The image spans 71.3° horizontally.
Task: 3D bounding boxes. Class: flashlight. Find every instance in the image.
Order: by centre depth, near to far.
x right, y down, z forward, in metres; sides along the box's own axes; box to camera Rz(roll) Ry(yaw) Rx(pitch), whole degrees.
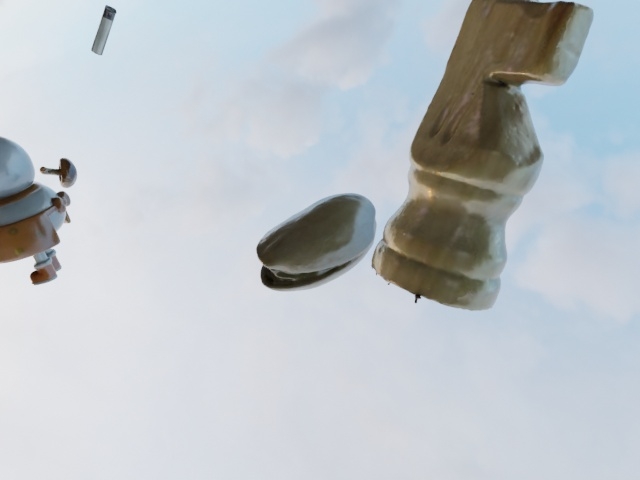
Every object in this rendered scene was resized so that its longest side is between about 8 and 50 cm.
[{"bbox_3d":[-0.361,-0.349,0.744,0.083,0.018,0.018,-46,-135,36],"label":"flashlight"}]

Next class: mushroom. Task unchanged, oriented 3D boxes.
[{"bbox_3d":[-0.750,-0.196,1.293,0.073,0.129,0.088,10,-82,0],"label":"mushroom"}]

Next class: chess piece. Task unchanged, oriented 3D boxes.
[{"bbox_3d":[0.153,-0.089,0.447,0.137,0.137,0.300,24,-72,37],"label":"chess piece"}]

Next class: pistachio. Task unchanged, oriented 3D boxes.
[{"bbox_3d":[0.000,0.000,0.710,0.226,0.135,0.136,-30,-135,-26],"label":"pistachio"}]

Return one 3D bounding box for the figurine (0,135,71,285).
[{"bbox_3d":[-0.440,-0.064,0.640,0.144,0.271,0.143,5,-159,-2],"label":"figurine"}]
